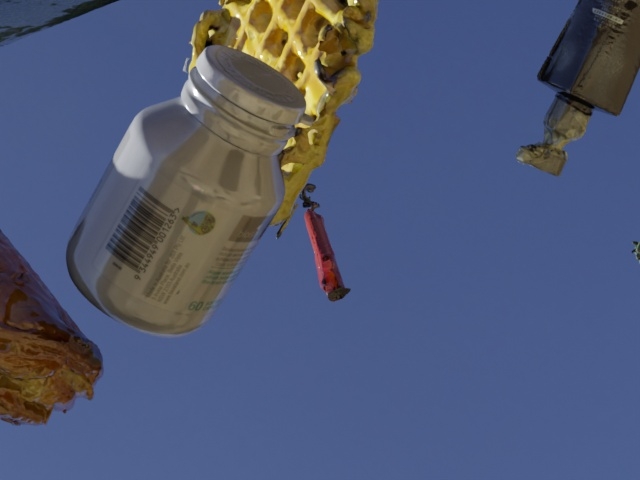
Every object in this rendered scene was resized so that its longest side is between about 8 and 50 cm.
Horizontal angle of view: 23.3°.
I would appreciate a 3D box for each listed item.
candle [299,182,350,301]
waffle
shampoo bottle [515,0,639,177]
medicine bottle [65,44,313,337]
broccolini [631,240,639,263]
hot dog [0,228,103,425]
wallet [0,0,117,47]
[{"bbox_3d":[-0.001,0.000,1.499,0.021,0.167,0.026,18,-58,-26],"label":"candle"},{"bbox_3d":[-0.043,-0.144,1.369,0.060,0.262,0.280,12,-103,-33],"label":"waffle"},{"bbox_3d":[0.213,-0.147,1.197,0.063,0.057,0.207,22,-84,-31],"label":"shampoo bottle"},{"bbox_3d":[-0.101,-0.041,1.233,0.135,0.135,0.215,13,-62,-41],"label":"medicine bottle"},{"bbox_3d":[0.224,-0.075,0.891,0.067,0.058,0.216,-13,-65,-51],"label":"broccolini"},{"bbox_3d":[-0.305,0.049,1.344,0.122,0.272,0.196,-48,-29,1],"label":"hot dog"},{"bbox_3d":[-0.150,-0.124,0.665,0.191,0.379,0.046,-1,-99,-51],"label":"wallet"}]
